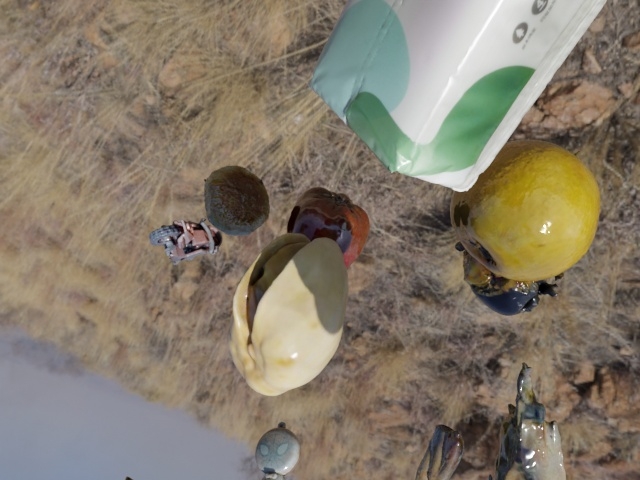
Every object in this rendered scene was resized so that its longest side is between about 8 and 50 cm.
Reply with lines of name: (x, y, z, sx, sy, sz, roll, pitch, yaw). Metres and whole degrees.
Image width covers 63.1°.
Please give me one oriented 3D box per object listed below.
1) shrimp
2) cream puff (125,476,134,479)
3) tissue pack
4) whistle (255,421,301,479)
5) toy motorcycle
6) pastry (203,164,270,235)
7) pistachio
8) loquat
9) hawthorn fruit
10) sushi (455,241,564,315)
shrimp: (0.156, 0.232, 0.494, 0.145, 0.254, 0.059, -6, -171, 27)
cream puff: (-0.277, 0.385, 0.706, 0.146, 0.116, 0.146, 57, 170, 16)
tissue pack: (0.165, -0.274, 0.653, 0.193, 0.266, 0.356, 9, 122, -37)
whistle: (-0.099, 0.516, 1.163, 0.107, 0.220, 0.057, -9, 138, 18)
toy motorcycle: (-0.276, -0.004, 1.095, 0.118, 0.084, 0.212, -18, 168, -2)
pastry: (-0.230, -0.111, 1.446, 0.182, 0.193, 0.093, -2, 167, -34)
pistachio: (-0.058, 0.140, 1.012, 0.229, 0.321, 0.238, 10, 165, 37)
loquat: (0.386, -0.059, 0.966, 0.274, 0.275, 0.275, 16, 157, 7)
hawthorn fruit: (0.000, 0.000, 1.284, 0.208, 0.248, 0.208, 26, -163, -8)
sushi: (0.418, 0.043, 1.185, 0.204, 0.213, 0.200, 28, 131, -29)
